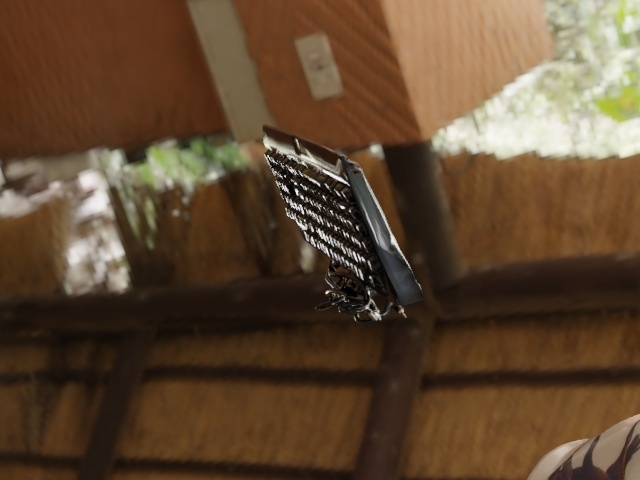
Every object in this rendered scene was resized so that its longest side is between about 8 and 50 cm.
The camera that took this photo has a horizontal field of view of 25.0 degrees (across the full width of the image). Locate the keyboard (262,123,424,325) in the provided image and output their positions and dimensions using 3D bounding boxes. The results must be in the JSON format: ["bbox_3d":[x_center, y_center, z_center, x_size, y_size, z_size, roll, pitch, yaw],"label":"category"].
[{"bbox_3d":[0.000,0.000,0.686,0.038,0.100,0.192,-29,-167,-6],"label":"keyboard"}]

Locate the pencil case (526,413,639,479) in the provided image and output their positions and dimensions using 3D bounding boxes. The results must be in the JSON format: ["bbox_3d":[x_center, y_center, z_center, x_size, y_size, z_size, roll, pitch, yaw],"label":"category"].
[{"bbox_3d":[0.334,0.185,1.070,0.410,0.160,0.183,-31,-150,43],"label":"pencil case"}]
